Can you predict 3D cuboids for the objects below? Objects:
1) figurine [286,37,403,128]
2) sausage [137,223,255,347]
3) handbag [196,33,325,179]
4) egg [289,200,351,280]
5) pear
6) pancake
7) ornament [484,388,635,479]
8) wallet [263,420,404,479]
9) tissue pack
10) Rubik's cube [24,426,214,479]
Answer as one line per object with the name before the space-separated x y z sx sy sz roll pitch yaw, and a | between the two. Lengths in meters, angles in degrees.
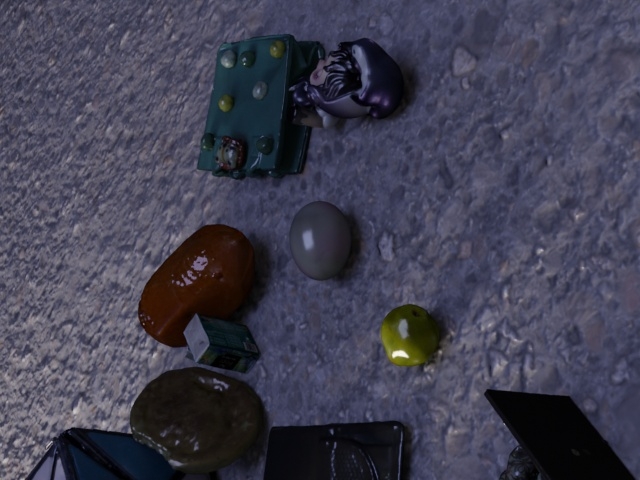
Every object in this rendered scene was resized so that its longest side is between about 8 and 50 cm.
figurine | 0.046 -0.253 1.868 0.222 0.145 0.145 -25 58 53
sausage | -0.222 0.083 2.029 0.268 0.153 0.141 -44 42 29
handbag | -0.125 -0.254 2.082 0.269 0.100 0.274 7 81 50
egg | 0.000 0.000 1.837 0.103 0.103 0.135 -23 62 43
pear | 0.133 0.143 1.648 0.097 0.092 0.092 -63 37 38
pancake | -0.216 0.302 1.920 0.236 0.222 0.042 49 156 44
ornament | 0.259 0.318 1.398 0.196 0.153 0.166 -63 38 26
wallet | 0.010 0.408 1.729 0.323 0.041 0.247 -14 65 49
tissue pack | -0.182 0.191 1.976 0.079 0.111 0.085 -54 42 23
Rubik's cube | -0.353 0.530 1.898 0.310 0.305 0.307 -49 45 27
